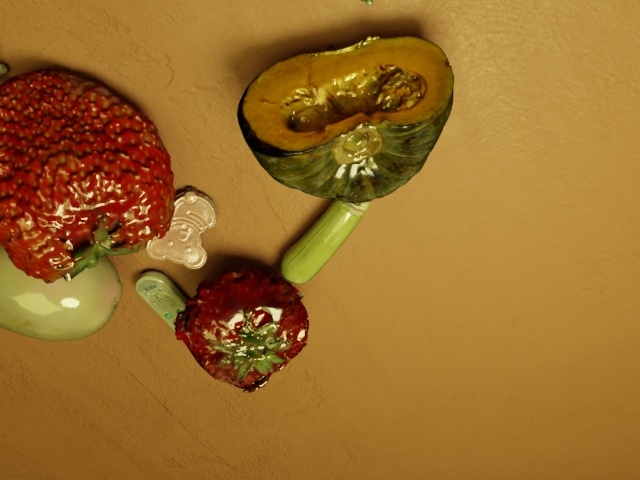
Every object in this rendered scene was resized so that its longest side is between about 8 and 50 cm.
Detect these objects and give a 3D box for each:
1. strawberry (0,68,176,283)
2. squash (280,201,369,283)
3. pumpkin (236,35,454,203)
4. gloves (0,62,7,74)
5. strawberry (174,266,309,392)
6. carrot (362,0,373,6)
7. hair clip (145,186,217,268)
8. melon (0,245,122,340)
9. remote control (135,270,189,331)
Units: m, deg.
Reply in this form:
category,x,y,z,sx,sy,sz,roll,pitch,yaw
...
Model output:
category,x,y,z,sx,sy,sz,roll,pitch,yaw
strawberry,-0.423,-0.123,0.934,0.312,0.267,0.351,-25,95,-9
squash,0.000,0.000,1.087,0.083,0.083,0.250,29,123,-18
pumpkin,0.043,-0.189,0.883,0.325,0.242,0.232,-8,157,4
gloves,-0.611,-0.320,0.859,0.127,0.111,0.212,-28,114,18
strawberry,-0.167,0.168,1.146,0.274,0.220,0.274,-4,118,-8
carrot,0.054,-0.413,0.790,0.035,0.035,0.142,-13,119,13
hair clip,-0.267,-0.023,1.072,0.123,0.102,0.138,23,126,-18
melon,-0.569,0.081,1.097,0.317,0.223,0.223,21,127,-7
remote control,-0.340,0.152,1.253,0.078,0.042,0.221,-21,125,18
